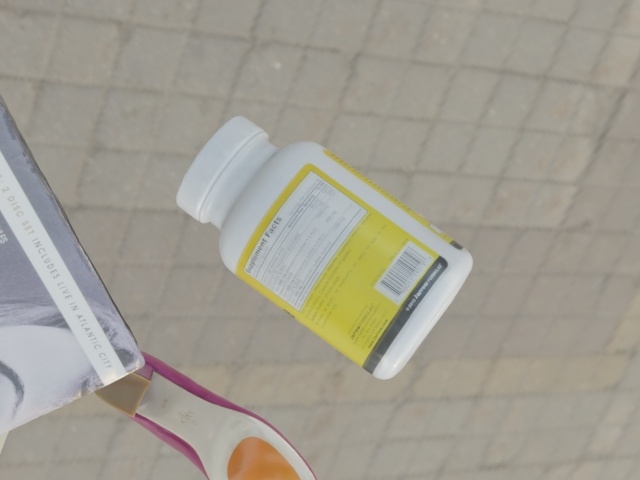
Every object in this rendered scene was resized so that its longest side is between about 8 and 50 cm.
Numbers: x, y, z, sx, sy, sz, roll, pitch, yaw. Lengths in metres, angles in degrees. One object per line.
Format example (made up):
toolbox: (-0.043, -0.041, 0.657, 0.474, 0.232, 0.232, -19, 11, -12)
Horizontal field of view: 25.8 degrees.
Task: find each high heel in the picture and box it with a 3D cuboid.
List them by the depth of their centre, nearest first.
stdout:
high heel: (-0.109, 0.180, 1.334, 0.244, 0.117, 0.082, 26, 92, -4)

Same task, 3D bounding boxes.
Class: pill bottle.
pill bottle: (0.000, 0.000, 0.917, 0.103, 0.184, 0.103, -52, 172, -11)

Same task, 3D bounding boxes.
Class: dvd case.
dvd case: (-0.205, 0.044, 0.593, 0.221, 0.018, 0.164, -25, 131, -5)

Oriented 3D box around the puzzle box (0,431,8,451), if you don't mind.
puzzle box: (-0.472, 0.153, 1.507, 0.409, 0.052, 0.272, 58, 43, -51)
